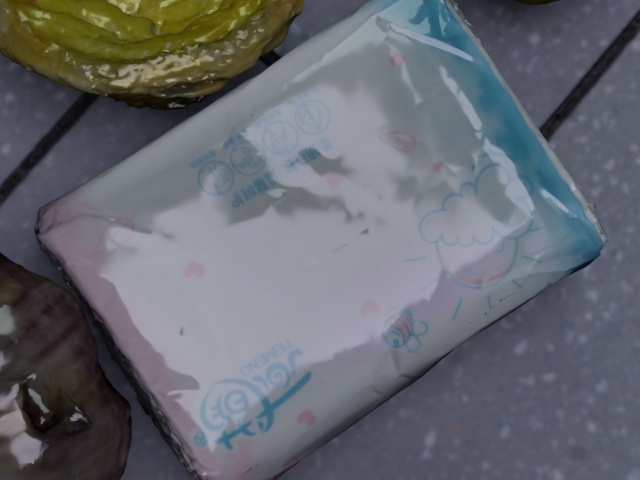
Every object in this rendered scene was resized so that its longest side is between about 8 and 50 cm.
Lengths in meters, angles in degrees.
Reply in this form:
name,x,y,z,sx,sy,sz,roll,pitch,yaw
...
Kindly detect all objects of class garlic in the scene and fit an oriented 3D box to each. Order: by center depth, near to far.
name,x,y,z,sx,sy,sz,roll,pitch,yaw
garlic,-0.211,0.100,1.066,0.245,0.160,0.245,4,106,14

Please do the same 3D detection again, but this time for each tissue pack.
name,x,y,z,sx,sy,sz,roll,pitch,yaw
tissue pack,-0.001,-0.002,1.122,0.271,0.124,0.201,-34,85,-8

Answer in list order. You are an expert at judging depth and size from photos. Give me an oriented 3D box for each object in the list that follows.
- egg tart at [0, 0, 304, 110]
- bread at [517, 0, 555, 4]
name,x,y,z,sx,sy,sz,roll,pitch,yaw
egg tart,-0.104,-0.141,1.129,0.191,0.074,0.191,2,57,-3
bread,0.011,-0.270,1.156,0.383,0.112,0.166,25,77,-4
